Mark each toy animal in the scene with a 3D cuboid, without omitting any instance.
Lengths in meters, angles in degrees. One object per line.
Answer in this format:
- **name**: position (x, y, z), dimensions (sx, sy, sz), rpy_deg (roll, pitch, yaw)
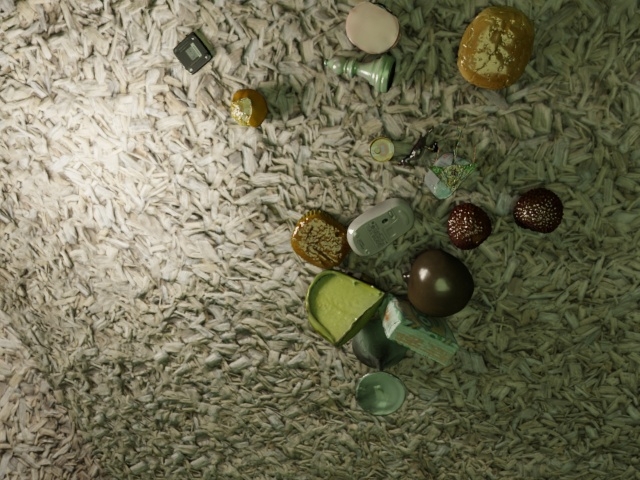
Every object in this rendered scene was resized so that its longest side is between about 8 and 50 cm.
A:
- **toy animal**: position (0.399, -0.363, 1.879), dimensions (0.202, 0.070, 0.105), rpy_deg (-37, 88, 18)

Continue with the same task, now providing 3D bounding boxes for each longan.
- **longan**: position (0.487, 0.181, 1.942), dimensions (0.301, 0.243, 0.300), rpy_deg (3, 100, 17)

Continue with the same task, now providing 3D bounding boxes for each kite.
- **kite**: position (0.479, -0.293, 1.674), dimensions (0.198, 0.006, 0.244), rpy_deg (1, 108, 3)

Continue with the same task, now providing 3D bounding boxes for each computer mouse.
- **computer mouse**: position (0.245, -0.064, 1.939), dimensions (0.297, 0.121, 0.184), rpy_deg (-36, 117, 7)

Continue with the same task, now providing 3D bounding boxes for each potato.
- **potato**: position (0.210, 0.185, 2.074), dimensions (0.083, 0.040, 0.051), rpy_deg (42, 94, -9)
- **potato**: position (0.072, 0.288, 2.050), dimensions (0.280, 0.212, 0.330), rpy_deg (39, 69, 16)

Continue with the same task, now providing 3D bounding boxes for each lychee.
- **lychee**: position (0.596, -0.060, 1.891), dimensions (0.188, 0.188, 0.188), rpy_deg (2, 108, 5)
- **lychee**: position (0.871, -0.119, 1.845), dimensions (0.188, 0.188, 0.188), rpy_deg (2, 108, 5)

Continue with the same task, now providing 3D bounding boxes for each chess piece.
- **chess piece**: position (0.143, -0.657, 1.782), dimensions (0.272, 0.139, 0.139), rpy_deg (15, 109, 13)

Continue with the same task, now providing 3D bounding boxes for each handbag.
- **handbag**: position (0.200, -0.786, 1.726), dimensions (0.205, 0.116, 0.179), rpy_deg (28, 108, -3)

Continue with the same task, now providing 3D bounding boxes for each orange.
- **orange**: position (-0.288, -0.527, 1.851), dimensions (0.157, 0.134, 0.156), rpy_deg (0, 94, 3)

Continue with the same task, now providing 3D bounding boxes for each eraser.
- **eraser**: position (0.488, -0.256, 1.808), dimensions (0.081, 0.227, 0.174), rpy_deg (33, 106, -8)

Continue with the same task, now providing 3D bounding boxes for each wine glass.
- **wine glass**: position (0.254, 0.540, 1.996), dimensions (0.267, 0.406, 0.267), rpy_deg (2, 106, 7)

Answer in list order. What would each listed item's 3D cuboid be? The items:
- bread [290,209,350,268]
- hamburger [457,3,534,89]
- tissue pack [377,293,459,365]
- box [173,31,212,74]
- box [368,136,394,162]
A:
- **bread**: position (0.000, 0.000, 1.986), dimensions (0.253, 0.142, 0.227), rpy_deg (39, 100, -5)
- **hamburger**: position (0.641, -0.702, 1.698), dimensions (0.260, 0.144, 0.283), rpy_deg (12, 103, 5)
- **tissue pack**: position (0.413, 0.375, 1.988), dimensions (0.311, 0.228, 0.128), rpy_deg (26, 109, -14)
- **box**: position (-0.513, -0.745, 1.857), dimensions (0.125, 0.027, 0.126), rpy_deg (-34, 101, 15)
- **box**: position (0.249, -0.371, 1.895), dimensions (0.106, 0.037, 0.105), rpy_deg (2, 108, 6)
